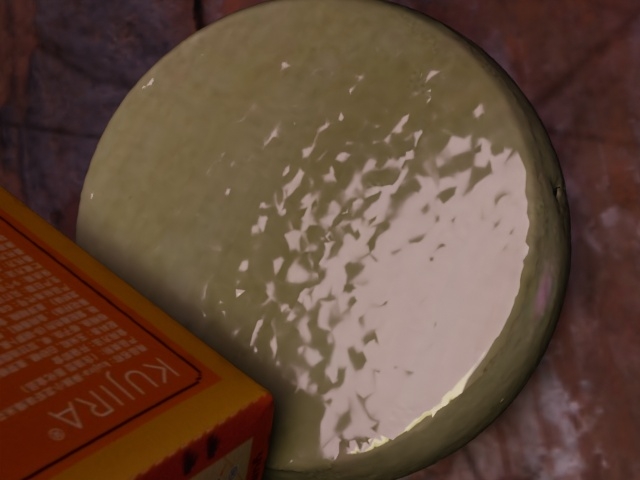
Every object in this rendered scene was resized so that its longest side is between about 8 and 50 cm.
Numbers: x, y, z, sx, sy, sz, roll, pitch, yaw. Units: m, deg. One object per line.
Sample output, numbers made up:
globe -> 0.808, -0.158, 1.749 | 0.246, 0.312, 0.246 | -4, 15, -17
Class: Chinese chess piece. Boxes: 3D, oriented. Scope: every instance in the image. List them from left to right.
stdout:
Chinese chess piece -> 0.000, 0.000, 0.576 | 0.250, 0.101, 0.250 | -4, 77, 15

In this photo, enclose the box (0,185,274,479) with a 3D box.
box -> -0.202, 0.152, 0.459 | 0.214, 0.283, 0.259 | 33, 121, 23
